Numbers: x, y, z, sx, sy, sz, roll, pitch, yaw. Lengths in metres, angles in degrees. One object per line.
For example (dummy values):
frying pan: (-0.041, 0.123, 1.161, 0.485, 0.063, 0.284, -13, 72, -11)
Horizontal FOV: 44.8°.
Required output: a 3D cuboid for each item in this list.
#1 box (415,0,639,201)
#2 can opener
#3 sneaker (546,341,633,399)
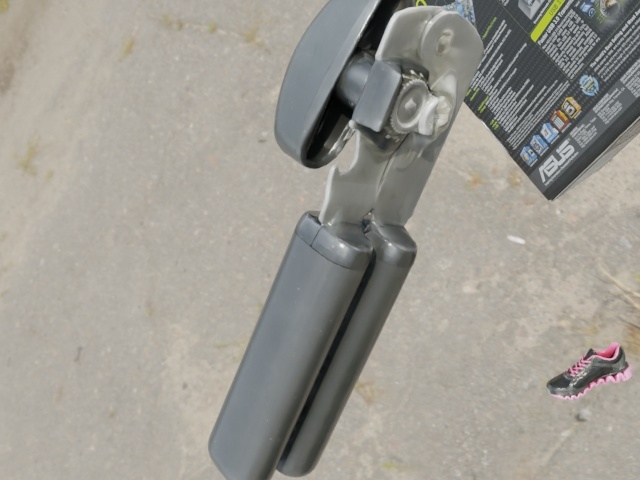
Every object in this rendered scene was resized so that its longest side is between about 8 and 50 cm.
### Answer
box: (0.161, -0.179, 0.498, 0.216, 0.060, 0.270, 53, 153, 14)
can opener: (0.000, 0.000, 0.430, 0.095, 0.076, 0.284, 38, 114, 37)
sneaker: (0.352, 0.169, 1.028, 0.119, 0.057, 0.047, -20, 23, -5)
